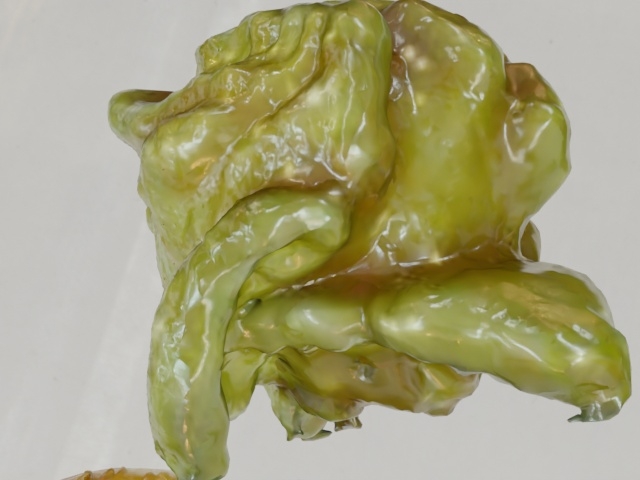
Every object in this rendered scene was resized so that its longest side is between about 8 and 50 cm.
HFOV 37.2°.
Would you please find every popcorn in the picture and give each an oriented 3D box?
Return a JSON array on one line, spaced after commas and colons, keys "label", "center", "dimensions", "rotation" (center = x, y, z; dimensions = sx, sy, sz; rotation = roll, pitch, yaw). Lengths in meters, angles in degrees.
[{"label": "popcorn", "center": [0.001, -0.005, 0.583], "dimensions": [0.326, 0.321, 0.290], "rotation": [-39, 98, -22]}]

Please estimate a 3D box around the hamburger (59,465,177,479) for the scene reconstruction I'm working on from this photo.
[{"label": "hamburger", "center": [-0.175, 0.361, 0.836], "dimensions": [0.330, 0.250, 0.329], "rotation": [5, 73, -18]}]
